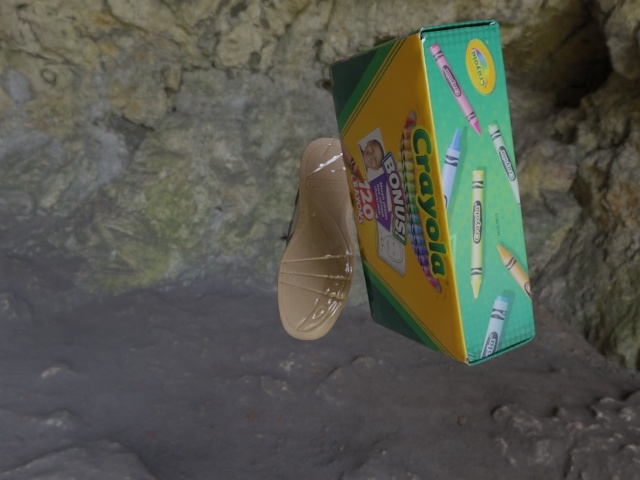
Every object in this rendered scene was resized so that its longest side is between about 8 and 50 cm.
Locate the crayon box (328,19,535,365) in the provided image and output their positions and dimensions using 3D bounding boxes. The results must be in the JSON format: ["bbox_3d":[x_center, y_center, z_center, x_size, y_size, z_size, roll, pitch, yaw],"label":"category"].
[{"bbox_3d":[0.099,-0.043,0.547,0.081,0.278,0.165,-15,12,-22],"label":"crayon box"}]

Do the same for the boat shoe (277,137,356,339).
[{"bbox_3d":[0.000,0.000,0.825,0.103,0.285,0.092,4,-13,3],"label":"boat shoe"}]
